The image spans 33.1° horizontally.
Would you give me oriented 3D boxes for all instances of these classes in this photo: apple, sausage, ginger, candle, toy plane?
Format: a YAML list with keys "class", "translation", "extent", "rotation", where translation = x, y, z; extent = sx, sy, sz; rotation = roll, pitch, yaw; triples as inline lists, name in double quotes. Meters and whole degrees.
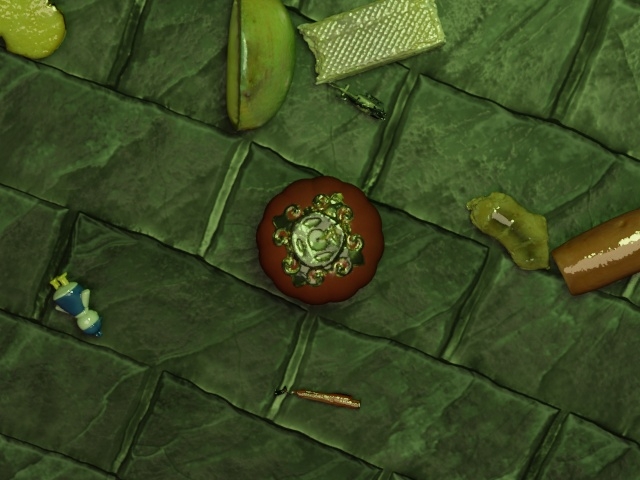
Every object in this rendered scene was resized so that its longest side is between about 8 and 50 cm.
- class: "apple"
  translation: [-0.099, -0.305, 1.810]
  extent: [0.119, 0.193, 0.265]
  rotation: [0, 105, -4]
- class: "sausage"
  translation: [0.533, 0.006, 1.864]
  extent: [0.259, 0.113, 0.114]
  rotation: [-25, 103, 15]
- class: "ginger"
  translation: [0.343, -0.016, 1.904]
  extent: [0.190, 0.069, 0.095]
  rotation: [39, 130, -6]
- class: "candle"
  translation: [-0.005, 0.299, 2.070]
  extent: [0.167, 0.021, 0.026]
  rotation: [9, 82, 5]
- class: "toy plane"
  translation: [0.069, -0.243, 1.877]
  extent: [0.120, 0.049, 0.031]
  rotation: [34, 109, 14]

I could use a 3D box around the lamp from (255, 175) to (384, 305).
- class: "lamp"
  translation: [0.000, 0.000, 1.882]
  extent: [0.226, 0.227, 0.227]
  rotation: [2, 108, 6]

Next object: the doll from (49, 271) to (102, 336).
- class: "doll"
  translation: [-0.461, 0.127, 2.052]
  extent: [0.098, 0.058, 0.143]
  rotation: [-27, 104, 36]

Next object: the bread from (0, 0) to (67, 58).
- class: "bread"
  translation: [-0.501, -0.411, 1.890]
  extent: [0.149, 0.065, 0.188]
  rotation: [38, 105, -17]

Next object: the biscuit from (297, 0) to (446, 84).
- class: "biscuit"
  translation: [0.088, -0.348, 1.827]
  extent: [0.238, 0.062, 0.108]
  rotation: [-16, 90, 11]
